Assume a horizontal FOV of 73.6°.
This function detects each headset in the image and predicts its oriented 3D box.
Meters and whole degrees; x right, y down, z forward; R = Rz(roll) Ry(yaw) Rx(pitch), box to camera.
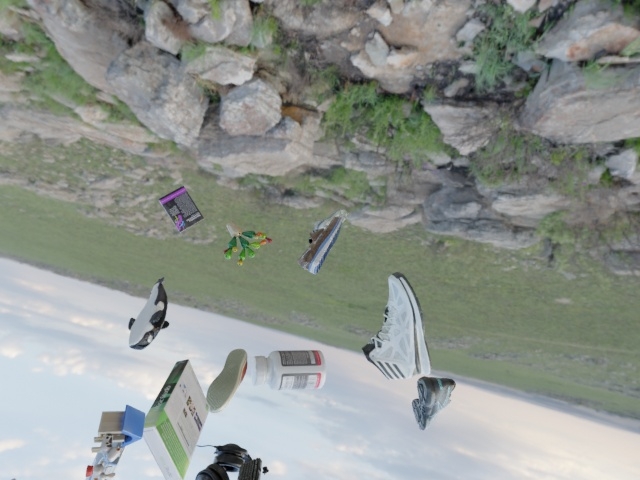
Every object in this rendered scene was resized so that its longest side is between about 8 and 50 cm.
[{"bbox_3d":[-0.404,0.895,1.664,0.185,0.243,0.394,-25,101,30],"label":"headset"}]

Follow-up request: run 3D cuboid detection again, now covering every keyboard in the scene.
[{"bbox_3d":[-0.223,0.769,1.421,0.108,0.023,0.180,-12,176,-6],"label":"keyboard"}]

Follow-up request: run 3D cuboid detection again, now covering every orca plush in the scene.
[{"bbox_3d":[-0.587,0.274,1.514,0.151,0.287,0.102,-30,127,8],"label":"orca plush"}]

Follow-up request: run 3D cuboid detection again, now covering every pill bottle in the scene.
[{"bbox_3d":[-0.149,0.595,1.965,0.319,0.176,0.176,4,171,-19],"label":"pill bottle"}]

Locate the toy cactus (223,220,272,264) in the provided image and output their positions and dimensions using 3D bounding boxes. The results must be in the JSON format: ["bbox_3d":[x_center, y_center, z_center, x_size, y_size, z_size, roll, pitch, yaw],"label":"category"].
[{"bbox_3d":[-0.332,-0.001,1.818,0.180,0.219,0.112,52,155,10],"label":"toy cactus"}]

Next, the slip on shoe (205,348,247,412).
[{"bbox_3d":[-0.384,0.602,1.814,0.123,0.101,0.331,-2,-155,11],"label":"slip on shoe"}]

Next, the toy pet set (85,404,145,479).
[{"bbox_3d":[-0.315,0.329,0.666,0.065,0.114,0.122,7,131,-18],"label":"toy pet set"}]

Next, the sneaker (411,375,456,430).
[{"bbox_3d":[0.356,0.516,1.345,0.106,0.101,0.267,-9,135,-7],"label":"sneaker"}]

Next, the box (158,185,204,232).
[{"bbox_3d":[-0.576,-0.129,1.772,0.162,0.116,0.029,60,158,-9],"label":"box"}]

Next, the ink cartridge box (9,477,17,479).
[{"bbox_3d":[-0.763,0.799,1.104,0.306,0.226,0.131,11,-169,26],"label":"ink cartridge box"}]

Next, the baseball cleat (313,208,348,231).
[{"bbox_3d":[0.043,-0.099,2.080,0.109,0.072,0.206,-1,-157,41],"label":"baseball cleat"}]

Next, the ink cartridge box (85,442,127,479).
[{"bbox_3d":[-0.766,0.778,1.518,0.045,0.206,0.208,29,164,-33],"label":"ink cartridge box"}]

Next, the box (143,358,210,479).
[{"bbox_3d":[-0.471,0.588,1.423,0.058,0.232,0.322,-14,-161,6],"label":"box"}]

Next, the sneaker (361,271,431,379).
[{"bbox_3d":[0.285,0.368,1.764,0.258,0.447,0.169,-14,-178,-6],"label":"sneaker"}]

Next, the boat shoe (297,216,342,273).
[{"bbox_3d":[0.000,0.000,1.152,0.066,0.183,0.066,24,150,12],"label":"boat shoe"}]
